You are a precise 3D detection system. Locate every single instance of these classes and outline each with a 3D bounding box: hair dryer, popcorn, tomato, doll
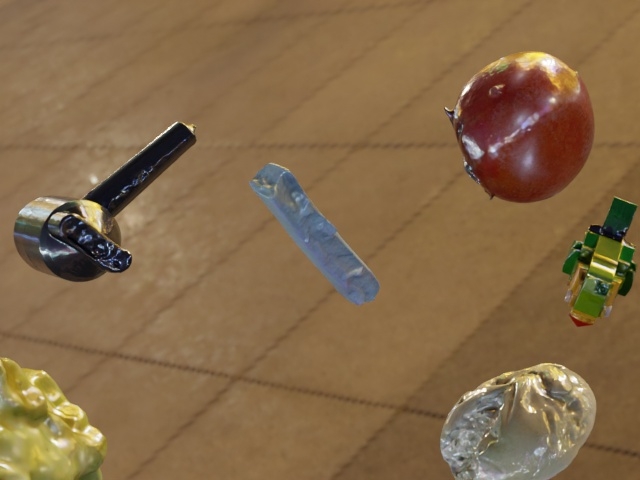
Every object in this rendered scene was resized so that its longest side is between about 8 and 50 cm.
[{"bbox_3d":[-0.269,-0.065,1.850,0.302,0.116,0.244,-45,21,-17],"label":"hair dryer"},{"bbox_3d":[-0.340,0.231,1.221,0.312,0.312,0.312,-20,24,9],"label":"popcorn"},{"bbox_3d":[0.221,-0.126,1.458,0.167,0.167,0.167,-20,24,9],"label":"tomato"},{"bbox_3d":[0.421,0.044,2.033,0.106,0.134,0.186,23,48,7],"label":"doll"}]

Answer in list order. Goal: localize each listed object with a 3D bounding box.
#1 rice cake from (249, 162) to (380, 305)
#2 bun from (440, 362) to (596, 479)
[{"bbox_3d":[0.000,0.000,1.040,0.042,0.180,0.030,32,79,38],"label":"rice cake"},{"bbox_3d":[0.255,0.242,1.805,0.210,0.116,0.237,-21,16,35],"label":"bun"}]
